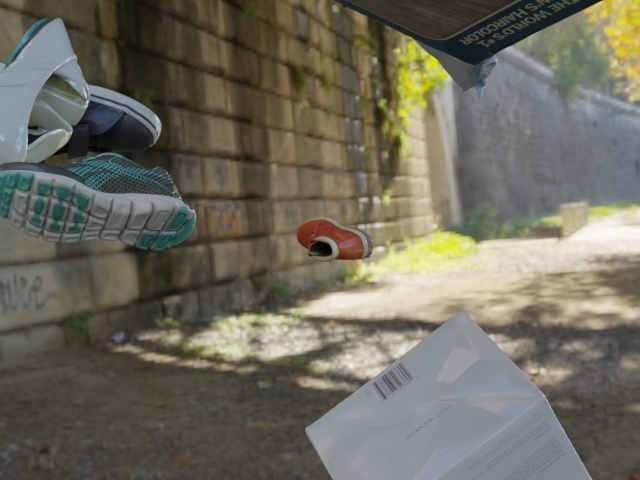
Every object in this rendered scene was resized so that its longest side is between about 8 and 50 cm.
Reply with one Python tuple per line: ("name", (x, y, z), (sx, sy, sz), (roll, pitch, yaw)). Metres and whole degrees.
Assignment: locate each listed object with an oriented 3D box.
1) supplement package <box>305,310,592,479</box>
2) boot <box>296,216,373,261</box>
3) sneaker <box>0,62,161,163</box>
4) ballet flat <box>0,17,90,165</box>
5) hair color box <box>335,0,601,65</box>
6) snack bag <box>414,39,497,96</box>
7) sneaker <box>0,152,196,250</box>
("supplement package", (0.133, 0.220, 0.924), (0.194, 0.203, 0.149), (-36, 36, -1))
("boot", (0.000, 0.000, 1.524), (0.084, 0.059, 0.158), (-12, 15, -38))
("sneaker", (-0.403, -0.166, 1.425), (0.321, 0.127, 0.126), (14, -28, -5))
("ballet flat", (-0.373, -0.174, 1.248), (0.139, 0.139, 0.400), (-5, 27, 7))
("hair color box", (0.107, -0.267, 0.398), (0.105, 0.347, 0.174), (20, -13, -20))
("snack bag", (0.028, -0.266, 0.634), (0.037, 0.342, 0.323), (-45, -3, -11))
("sneaker", (-0.185, -0.039, 0.780), (0.166, 0.076, 0.065), (12, -52, -34))
